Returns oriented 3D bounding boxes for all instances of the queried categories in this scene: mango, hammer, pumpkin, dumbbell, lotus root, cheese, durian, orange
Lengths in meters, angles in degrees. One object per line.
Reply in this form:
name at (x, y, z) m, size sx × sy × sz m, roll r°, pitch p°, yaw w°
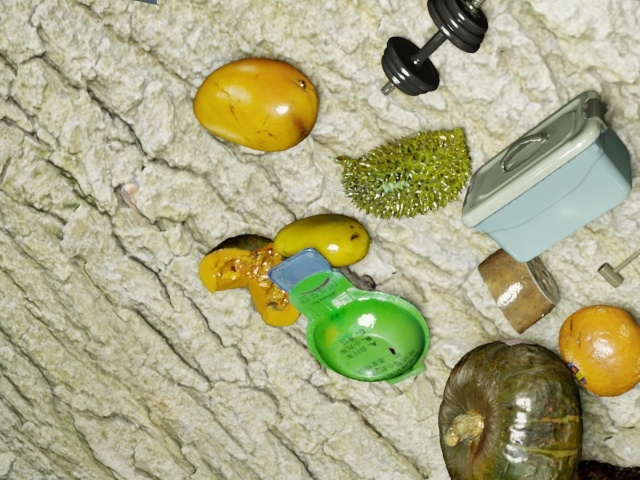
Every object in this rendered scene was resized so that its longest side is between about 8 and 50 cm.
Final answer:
mango at (0.000, 0.000, 1.362) m, size 0.161 × 0.103 × 0.076 m, roll 1°, pitch 120°, yaw 24°
hammer at (0.449, 0.021, 1.225) m, size 0.035 × 0.019 × 0.110 m, roll 45°, pitch 116°, yaw 1°
mango at (-0.106, -0.207, 1.317) m, size 0.219 × 0.112 × 0.145 m, roll 5°, pitch 116°, yaw 27°
pumpkin at (-0.100, 0.055, 1.428) m, size 0.183 × 0.108 × 0.119 m, roll 34°, pitch 128°, yaw -4°
dumbbell at (0.156, -0.271, 1.181) m, size 0.099 × 0.099 × 0.208 m, roll 48°, pitch 123°, yaw -1°
lotus root at (0.290, 0.070, 1.257) m, size 0.081 × 0.112 × 0.122 m, roll -33°, pitch 95°, yaw 25°
pumpkin at (0.264, 0.275, 1.267) m, size 0.189 × 0.260 × 0.260 m, roll 1°, pitch 118°, yaw -18°
cheese at (0.050, 0.128, 1.367) m, size 0.203 × 0.083 × 0.320 m, roll -30°, pitch 120°, yaw 26°
durian at (0.117, -0.087, 1.281) m, size 0.220 × 0.095 × 0.137 m, roll -10°, pitch 106°, yaw 34°
orange at (0.411, 0.155, 1.235) m, size 0.117 × 0.135 × 0.135 m, roll -41°, pitch 92°, yaw -2°

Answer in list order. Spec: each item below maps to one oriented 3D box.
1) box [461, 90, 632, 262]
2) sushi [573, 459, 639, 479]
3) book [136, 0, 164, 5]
box at (0.306, -0.086, 1.163) m, size 0.130 × 0.162 × 0.227 m, roll 44°, pitch 123°, yaw -11°
sushi at (0.417, 0.475, 1.241) m, size 0.181 × 0.343 × 0.197 m, roll -6°, pitch 112°, yaw 12°
book at (-0.322, -0.517, 1.333) m, size 0.190 × 0.025 × 0.269 m, roll 16°, pitch 117°, yaw 18°
